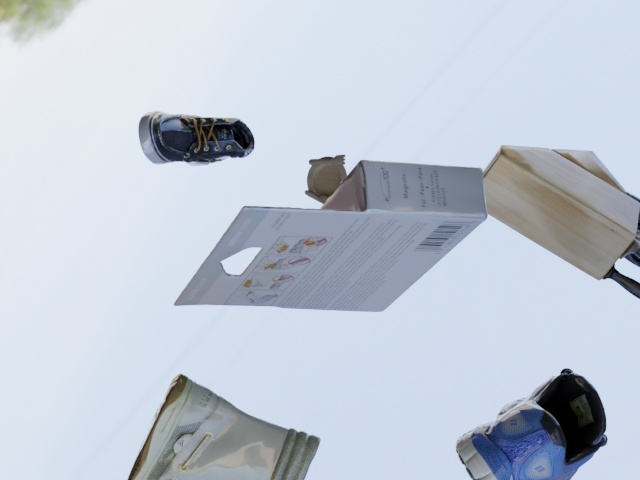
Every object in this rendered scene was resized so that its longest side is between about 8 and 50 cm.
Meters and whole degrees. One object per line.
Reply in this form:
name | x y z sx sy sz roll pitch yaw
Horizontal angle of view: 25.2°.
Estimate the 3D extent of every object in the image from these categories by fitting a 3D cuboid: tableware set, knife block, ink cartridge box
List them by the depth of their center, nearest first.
ink cartridge box | 0.000 0.000 1.410 0.275 0.238 0.060 132 -42 -61
knife block | 0.359 -0.011 1.885 0.088 0.275 0.242 -57 -130 32
tableware set | 0.025 -0.030 1.919 0.141 0.020 0.169 16 -85 32

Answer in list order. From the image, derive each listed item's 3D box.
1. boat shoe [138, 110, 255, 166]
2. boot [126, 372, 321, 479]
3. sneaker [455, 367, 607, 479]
boat shoe | -0.147 -0.127 1.719 0.083 0.065 0.183 -9 177 20
boot | -0.104 0.244 1.396 0.077 0.165 0.213 -75 -171 -62
sneaker | 0.280 0.228 1.675 0.147 0.130 0.330 -34 171 20
